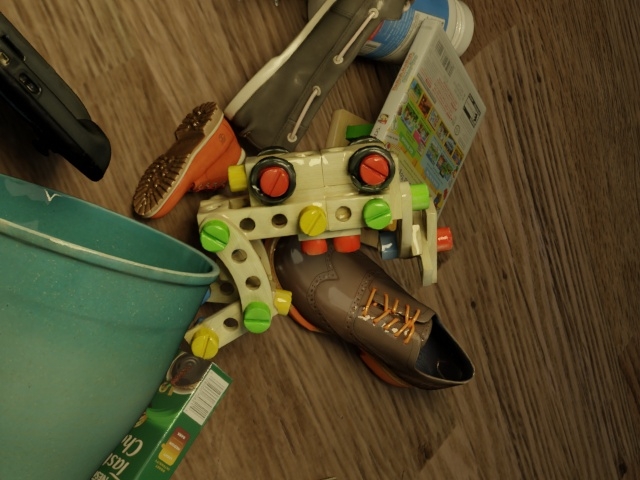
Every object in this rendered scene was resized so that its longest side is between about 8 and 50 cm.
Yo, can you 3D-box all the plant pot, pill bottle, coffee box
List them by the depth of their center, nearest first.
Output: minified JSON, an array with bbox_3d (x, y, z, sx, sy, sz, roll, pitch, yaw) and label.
[{"bbox_3d":[-0.255,0.095,0.708,0.272,0.272,0.255,17,96,-44],"label":"plant pot"},{"bbox_3d":[-0.181,0.198,0.870,0.040,0.113,0.184,49,66,-36],"label":"coffee box"},{"bbox_3d":[0.100,-0.295,1.112,0.222,0.124,0.124,-1,94,-46],"label":"pill bottle"}]

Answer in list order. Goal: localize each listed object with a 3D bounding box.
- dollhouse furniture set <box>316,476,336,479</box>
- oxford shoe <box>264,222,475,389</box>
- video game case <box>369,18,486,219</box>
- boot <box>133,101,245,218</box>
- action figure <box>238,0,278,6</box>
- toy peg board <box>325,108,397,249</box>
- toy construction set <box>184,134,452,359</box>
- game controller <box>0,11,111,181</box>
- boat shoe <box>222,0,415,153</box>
[{"bbox_3d":[-0.017,0.355,1.089,0.152,0.059,0.076,3,91,-45],"label":"dollhouse furniture set"},{"bbox_3d":[0.074,0.085,1.103,0.364,0.133,0.129,38,68,-36],"label":"oxford shoe"},{"bbox_3d":[0.142,-0.142,1.117,0.227,0.026,0.206,41,72,-56],"label":"video game case"},{"bbox_3d":[-0.140,-0.071,0.939,0.158,0.059,0.084,-57,133,-27],"label":"boot"},{"bbox_3d":[-0.016,-0.380,0.972,0.275,0.164,0.140,-55,141,-39],"label":"action figure"},{"bbox_3d":[0.082,-0.077,1.142,0.161,0.079,0.161,20,80,-44],"label":"toy peg board"},{"bbox_3d":[0.000,0.000,0.926,0.328,0.151,0.214,-11,109,-15],"label":"toy construction set"},{"bbox_3d":[-0.296,-0.174,0.697,0.067,0.166,0.319,-41,124,-2],"label":"game controller"},{"bbox_3d":[0.031,-0.231,0.958,0.095,0.112,0.335,43,103,-10],"label":"boat shoe"}]
